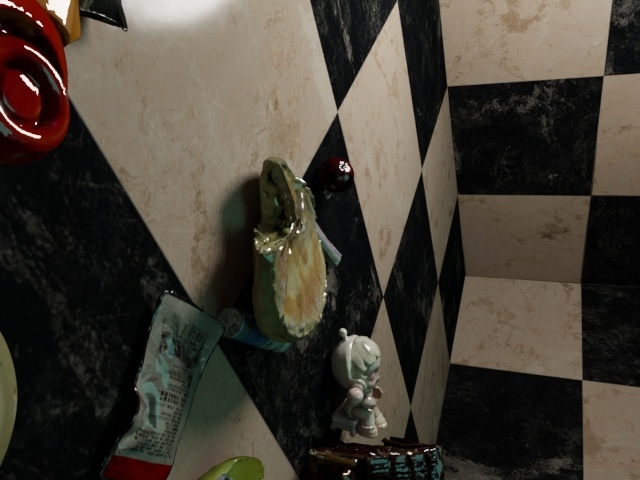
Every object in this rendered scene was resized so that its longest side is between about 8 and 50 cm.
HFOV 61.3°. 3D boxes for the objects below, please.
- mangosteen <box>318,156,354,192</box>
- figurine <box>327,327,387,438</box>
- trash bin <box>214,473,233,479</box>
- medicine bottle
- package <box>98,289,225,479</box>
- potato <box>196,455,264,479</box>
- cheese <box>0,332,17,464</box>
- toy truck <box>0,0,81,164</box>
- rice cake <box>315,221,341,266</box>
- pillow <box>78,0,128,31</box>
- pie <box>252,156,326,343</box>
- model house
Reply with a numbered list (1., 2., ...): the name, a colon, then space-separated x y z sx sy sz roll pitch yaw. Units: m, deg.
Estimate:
1. mangosteen: 0.034 -0.141 1.186 0.081 0.081 0.080 3 90 -67
2. figurine: 0.089 0.333 1.312 0.182 0.145 0.256 -12 106 -46
3. trash bin: -0.106 0.517 0.676 0.295 0.259 0.381 -53 149 -31
4. medicine bottle: -0.108 0.154 0.911 0.191 0.051 0.051 43 54 -61
5. package: -0.201 0.199 0.717 0.154 0.030 0.239 56 43 -57
6. potato: -0.159 0.389 0.815 0.198 0.054 0.119 -23 119 -60
7. cheese: -0.307 0.114 0.382 0.175 0.091 0.202 6 86 -67
8. toy truck: -0.270 -0.166 0.333 0.265 0.189 0.239 41 44 -61
9. rice cake: 0.000 0.001 1.175 0.033 0.033 0.207 -67 151 -20
10. pillow: -0.249 -0.264 0.532 0.150 0.048 0.090 -33 131 -68
11. pie: -0.054 0.026 0.937 0.337 0.075 0.337 -5 90 -77
12. model house: 0.139 0.591 1.207 0.297 0.283 0.317 0 90 -75
